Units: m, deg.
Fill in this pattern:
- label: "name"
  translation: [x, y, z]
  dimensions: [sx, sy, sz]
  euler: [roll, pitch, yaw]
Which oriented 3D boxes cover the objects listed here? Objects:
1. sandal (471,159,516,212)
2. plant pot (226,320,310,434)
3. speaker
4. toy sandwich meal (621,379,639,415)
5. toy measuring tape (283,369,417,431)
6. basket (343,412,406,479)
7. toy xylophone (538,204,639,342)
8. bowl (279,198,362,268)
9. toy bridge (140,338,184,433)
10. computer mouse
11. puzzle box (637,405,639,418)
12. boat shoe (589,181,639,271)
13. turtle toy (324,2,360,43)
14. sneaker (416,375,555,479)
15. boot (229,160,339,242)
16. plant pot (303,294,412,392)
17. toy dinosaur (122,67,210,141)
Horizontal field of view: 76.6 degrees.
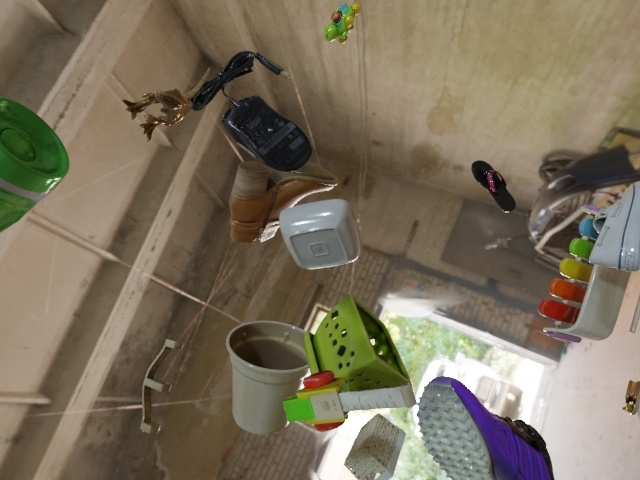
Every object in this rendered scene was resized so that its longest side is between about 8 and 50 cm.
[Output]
- label: "sandal"
  translation: [0.502, -0.161, 1.156]
  dimensions: [0.067, 0.179, 0.040]
  euler: [-38, -1, -17]
- label: "plant pot"
  translation: [-0.193, 0.506, 1.477]
  dimensions: [0.334, 0.334, 0.305]
  euler: [-28, -48, -66]
- label: "speaker"
  translation: [-0.461, -0.048, 0.486]
  dimensions: [0.297, 0.131, 0.131]
  euler: [-29, -15, 8]
- label: "toy sandwich meal"
  translation: [0.706, 0.355, 0.919]
  dimensions: [0.086, 0.029, 0.085]
  euler: [-24, -58, -44]
- label: "toy measuring tape"
  translation: [0.057, 0.312, 0.813]
  dimensions: [0.121, 0.330, 0.121]
  euler: [30, -132, -41]
- label: "basket"
  translation: [0.154, 0.591, 1.145]
  dimensions: [0.113, 0.103, 0.167]
  euler: [-53, -8, 29]
- label: "toy xylophone"
  translation: [0.639, 0.094, 0.922]
  dimensions: [0.322, 0.236, 0.081]
  euler: [-66, 21, -2]
- label: "bowl"
  translation: [0.000, 0.000, 0.747]
  dimensions: [0.053, 0.142, 0.142]
  euler: [-84, -21, -46]
- label: "toy bridge"
  translation: [-0.340, 0.299, 0.842]
  dimensions: [0.026, 0.063, 0.188]
  euler: [32, -112, -56]
- label: "computer mouse"
  translation: [-0.102, -0.242, 0.771]
  dimensions: [0.184, 0.262, 0.060]
  euler: [-51, -9, -17]
- label: "puzzle box"
  translation: [0.977, 0.329, 0.915]
  dimensions: [0.052, 0.272, 0.408]
  euler: [-88, 7, -46]
- label: "boat shoe"
  translation: [0.534, -0.036, 0.725]
  dimensions: [0.226, 0.076, 0.083]
  euler: [-46, -51, -37]
- label: "turtle toy"
  translation: [0.057, -0.610, 1.142]
  dimensions: [0.130, 0.066, 0.095]
  euler: [-64, 5, -18]
- label: "sneaker"
  translation: [0.254, 0.300, 0.589]
  dimensions: [0.146, 0.293, 0.102]
  euler: [-34, 5, -37]
- label: "boot"
  translation: [-0.100, -0.092, 1.068]
  dimensions: [0.284, 0.109, 0.220]
  euler: [-8, -50, -32]
- label: "plant pot"
  translation: [0.089, 0.330, 1.142]
  dimensions: [0.207, 0.227, 0.228]
  euler: [-37, -51, 13]
- label: "toy dinosaur"
  translation: [-0.210, -0.195, 0.587]
  dimensions: [0.211, 0.112, 0.064]
  euler: [-109, -1, -62]
